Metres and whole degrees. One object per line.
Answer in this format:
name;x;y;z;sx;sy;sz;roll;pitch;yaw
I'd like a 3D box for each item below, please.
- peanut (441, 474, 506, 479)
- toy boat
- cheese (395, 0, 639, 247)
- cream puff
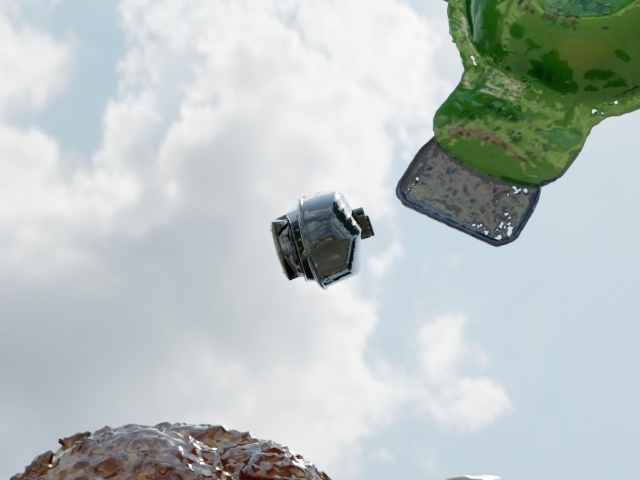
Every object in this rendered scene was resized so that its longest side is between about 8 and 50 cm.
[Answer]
peanut;0.053;0.367;1.268;0.387;0.192;0.169;-46;-64;1
toy boat;0.000;0.000;0.839;0.060;0.141;0.055;-16;-86;4
cheese;0.168;-0.139;1.023;0.320;0.204;0.083;-58;-23;-15
cream puff;-0.077;0.181;0.775;0.240;0.240;0.164;-1;-74;-11
